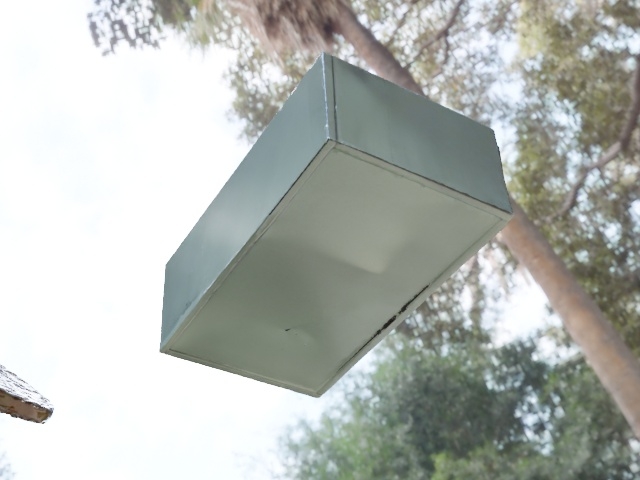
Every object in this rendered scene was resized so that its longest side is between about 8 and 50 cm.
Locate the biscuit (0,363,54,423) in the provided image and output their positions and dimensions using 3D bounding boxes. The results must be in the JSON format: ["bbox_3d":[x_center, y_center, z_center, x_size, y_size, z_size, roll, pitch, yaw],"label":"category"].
[{"bbox_3d":[-0.336,0.122,0.902,0.027,0.188,0.188,-59,-41,-11],"label":"biscuit"}]

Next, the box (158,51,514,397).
[{"bbox_3d":[0.000,0.000,0.628,0.129,0.086,0.225,20,-46,-25],"label":"box"}]
